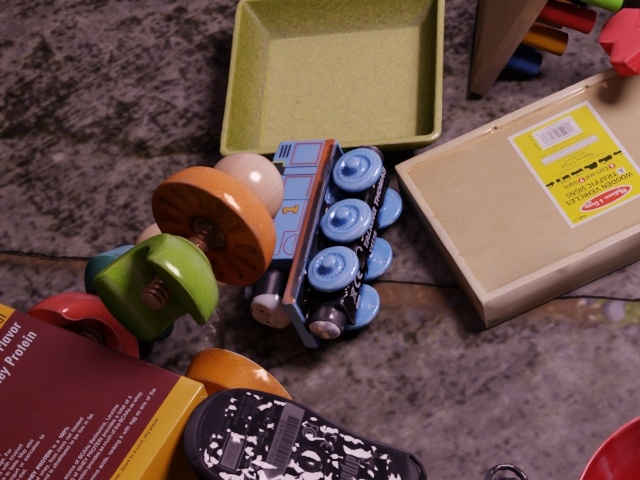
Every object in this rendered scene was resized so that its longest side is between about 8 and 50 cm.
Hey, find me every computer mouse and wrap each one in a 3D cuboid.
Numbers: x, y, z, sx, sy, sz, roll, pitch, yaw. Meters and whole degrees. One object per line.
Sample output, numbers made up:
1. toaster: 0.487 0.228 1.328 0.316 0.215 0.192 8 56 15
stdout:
1. computer mouse: 0.017 0.215 1.391 0.262 0.060 0.184 17 51 -6

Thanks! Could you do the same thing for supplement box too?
1. supplement box: -0.199 0.180 1.454 0.194 0.129 0.191 19 59 26

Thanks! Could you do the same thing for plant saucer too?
1. plant saucer: 0.016 -0.137 1.709 0.188 0.045 0.188 -4 51 11

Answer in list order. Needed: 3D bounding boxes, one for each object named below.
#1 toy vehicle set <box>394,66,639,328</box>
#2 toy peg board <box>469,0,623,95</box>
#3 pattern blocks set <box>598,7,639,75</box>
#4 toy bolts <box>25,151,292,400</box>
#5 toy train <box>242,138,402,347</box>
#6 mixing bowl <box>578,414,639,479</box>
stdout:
1. toy vehicle set: 0.214 -0.050 1.599 0.267 0.035 0.166 -24 51 -6
2. toy peg board: 0.199 -0.220 1.683 0.079 0.160 0.161 18 53 -10
3. pattern blocks set: 0.324 -0.289 1.679 0.285 0.026 0.325 -37 27 18
4. toy bolts: -0.092 0.049 1.535 0.228 0.218 0.158 -13 29 49
5. toy train: 0.000 0.000 1.588 0.105 0.080 0.184 -2 53 23
6. mixing bowl: 0.264 0.210 1.339 0.181 0.098 0.181 -7 51 9
